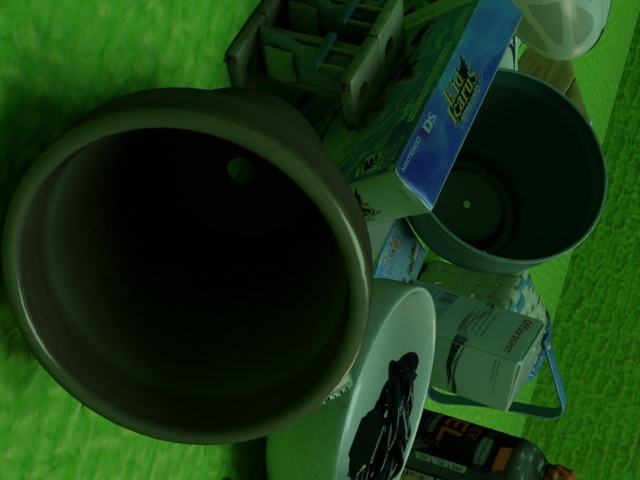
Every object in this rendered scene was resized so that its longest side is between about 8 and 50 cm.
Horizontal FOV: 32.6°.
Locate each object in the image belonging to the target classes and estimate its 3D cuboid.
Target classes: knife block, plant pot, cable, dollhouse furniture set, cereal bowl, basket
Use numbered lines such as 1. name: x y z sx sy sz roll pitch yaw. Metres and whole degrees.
1. knife block: 0.310 -0.204 1.811 0.088 0.242 0.275 69 8 -76
2. plant pot: 0.238 -0.076 1.590 0.196 0.293 0.293 124 -9 -67
3. cable: 0.083 0.218 1.264 0.150 0.047 0.184 56 51 -63
4. dollhouse furniture set: -0.010 -0.217 1.001 0.183 0.129 0.129 79 33 -52
5. cereal bowl: 0.023 0.200 1.361 0.339 0.141 0.338 16 90 -70
6. plant pot: -0.079 -0.012 0.846 0.229 0.263 0.263 -71 167 -64
7. basket: 0.278 0.180 1.853 0.201 0.255 0.288 -55 140 -48

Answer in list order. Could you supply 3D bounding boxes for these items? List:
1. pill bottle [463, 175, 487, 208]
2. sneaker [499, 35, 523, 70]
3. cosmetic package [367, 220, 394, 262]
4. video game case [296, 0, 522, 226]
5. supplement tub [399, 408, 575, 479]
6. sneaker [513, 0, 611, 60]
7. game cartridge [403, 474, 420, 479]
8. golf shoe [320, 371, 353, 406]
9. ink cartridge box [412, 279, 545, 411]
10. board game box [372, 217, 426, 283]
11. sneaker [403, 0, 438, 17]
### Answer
1. pill bottle: 0.296 -0.073 1.896 0.131 0.131 0.229 44 63 -67
2. sneaker: 0.279 -0.342 1.722 0.235 0.094 0.153 -56 151 -42
3. cosmetic package: 0.000 0.000 1.220 0.238 0.107 0.127 -61 153 -26
4. video game case: 0.054 -0.122 1.100 0.061 0.244 0.269 44 55 -24
5. supplement tub: 0.196 0.371 1.647 0.207 0.338 0.207 15 90 -70
6. sneaker: 0.193 -0.330 1.232 0.447 0.169 0.257 53 37 -34
7. game cartridge: 0.034 0.491 1.411 0.323 0.053 0.285 -50 162 -33
8. golf shoe: -0.046 0.131 1.137 0.176 0.069 0.086 -3 98 -26
9. ink cartridge box: 0.201 0.148 1.580 0.153 0.208 0.086 -37 140 -58
10. board game box: 0.095 0.054 1.593 0.211 0.039 0.160 50 58 -67
11. sneaker: 0.136 -0.273 1.402 0.146 0.134 0.343 -42 174 16
